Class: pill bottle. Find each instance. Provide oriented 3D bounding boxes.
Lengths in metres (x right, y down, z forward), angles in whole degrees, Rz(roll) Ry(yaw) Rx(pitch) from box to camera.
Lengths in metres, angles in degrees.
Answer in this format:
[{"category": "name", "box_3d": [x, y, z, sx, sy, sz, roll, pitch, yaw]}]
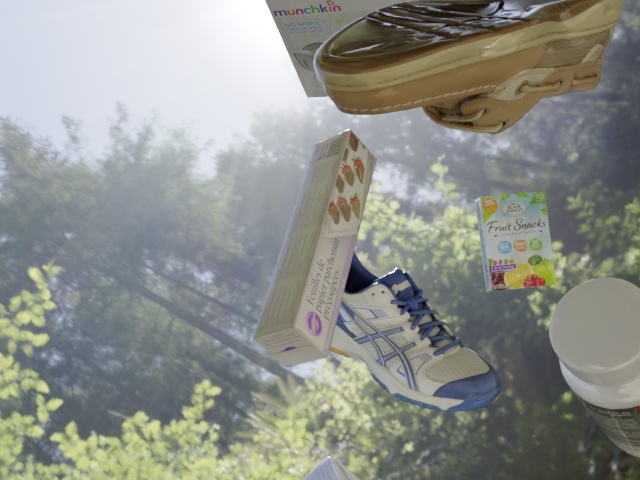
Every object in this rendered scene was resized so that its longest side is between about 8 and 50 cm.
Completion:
[{"category": "pill bottle", "box_3d": [0.426, 0.179, 1.269, 0.161, 0.161, 0.283, -55, -44, -11]}]

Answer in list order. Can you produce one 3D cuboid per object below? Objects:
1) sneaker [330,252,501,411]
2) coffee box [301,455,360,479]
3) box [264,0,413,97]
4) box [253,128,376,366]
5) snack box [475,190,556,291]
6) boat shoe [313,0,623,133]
[{"category": "sneaker", "box_3d": [0.101, 0.110, 1.180, 0.111, 0.296, 0.131, -20, -53, -48]}, {"category": "coffee box", "box_3d": [0.034, 0.488, 0.881, 0.334, 0.338, 0.337, -45, -74, 1]}, {"category": "box", "box_3d": [0.084, -0.309, 1.216, 0.231, 0.261, 0.127, 62, -150, -62]}, {"category": "box", "box_3d": [0.000, 0.000, 1.115, 0.063, 0.067, 0.324, 45, -139, -30]}, {"category": "snack box", "box_3d": [0.290, 0.002, 1.376, 0.100, 0.037, 0.141, -6, -95, -5]}, {"category": "boat shoe", "box_3d": [0.139, -0.139, 0.760, 0.341, 0.121, 0.110, -21, -58, -36]}]
